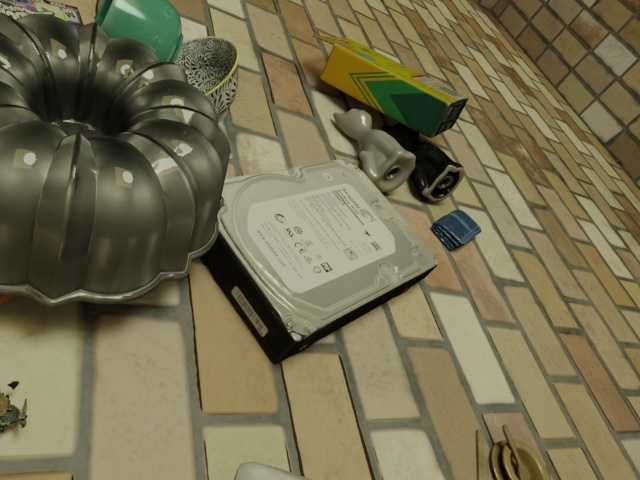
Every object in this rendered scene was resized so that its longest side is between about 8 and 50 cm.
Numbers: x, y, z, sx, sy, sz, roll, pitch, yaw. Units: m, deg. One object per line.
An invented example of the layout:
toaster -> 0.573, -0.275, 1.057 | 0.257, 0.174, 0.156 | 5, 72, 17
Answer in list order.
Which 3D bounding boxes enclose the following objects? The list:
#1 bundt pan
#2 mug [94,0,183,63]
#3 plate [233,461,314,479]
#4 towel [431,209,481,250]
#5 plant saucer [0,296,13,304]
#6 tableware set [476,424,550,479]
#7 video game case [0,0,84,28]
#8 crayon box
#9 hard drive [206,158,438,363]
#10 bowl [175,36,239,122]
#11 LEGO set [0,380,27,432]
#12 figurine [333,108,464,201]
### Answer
bundt pan -> -0.238, -0.105, 0.511 | 0.330, 0.124, 0.331 | 18, 42, -17
mug -> -0.244, -0.273, 0.694 | 0.097, 0.129, 0.158 | 24, 36, -33
plate -> 0.052, 0.320, 0.372 | 0.278, 0.045, 0.277 | 25, 39, -18
towel -> 0.260, -0.024, 0.992 | 0.067, 0.029, 0.119 | 49, 39, 14
plant saucer -> -0.355, -0.019, 0.477 | 0.200, 0.037, 0.200 | 22, 41, -21
tableware set -> 0.247, 0.321, 0.618 | 0.128, 0.039, 0.194 | 31, 38, -10
video game case -> -0.409, -0.248, 0.664 | 0.232, 0.042, 0.210 | -3, 55, -41
crayon box -> 0.140, -0.335, 1.116 | 0.318, 0.081, 0.202 | 33, 28, 13
hard drive -> 0.000, 0.000, 0.728 | 0.339, 0.064, 0.237 | -18, 64, -48
bowl -> -0.183, -0.212, 0.757 | 0.080, 0.170, 0.170 | 66, 9, -50
LEGO set -> -0.267, 0.129, 0.414 | 0.083, 0.023, 0.054 | 38, 33, 21
figurine -> 0.141, -0.181, 1.023 | 0.215, 0.092, 0.209 | 6, 39, -35
